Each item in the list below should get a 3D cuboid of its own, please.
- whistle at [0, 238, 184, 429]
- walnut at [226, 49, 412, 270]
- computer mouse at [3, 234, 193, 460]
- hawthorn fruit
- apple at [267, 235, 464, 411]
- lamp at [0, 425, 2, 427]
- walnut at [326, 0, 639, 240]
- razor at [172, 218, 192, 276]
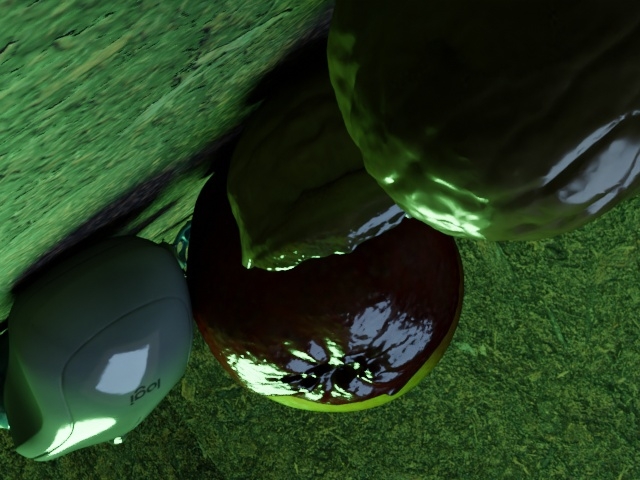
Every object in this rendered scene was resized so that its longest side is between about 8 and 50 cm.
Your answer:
[{"bbox_3d":[-0.250,0.094,1.288,0.269,0.093,0.180,-37,160,-1],"label":"whistle"},{"bbox_3d":[0.017,-0.076,0.991,0.204,0.141,0.238,-21,-170,36],"label":"walnut"},{"bbox_3d":[-0.194,0.117,1.161,0.184,0.121,0.297,-32,155,-33],"label":"computer mouse"},{"bbox_3d":[0.000,0.000,1.222,0.265,0.307,0.265,-1,151,0],"label":"hawthorn fruit"},{"bbox_3d":[0.021,0.059,1.614,0.339,0.339,0.339,-36,180,0],"label":"apple"},{"bbox_3d":[-0.507,0.286,1.799,0.193,0.106,0.106,-44,-179,-9],"label":"lamp"},{"bbox_3d":[0.114,-0.105,0.736,0.228,0.228,0.228,-36,180,0],"label":"walnut"},{"bbox_3d":[-0.096,-0.049,1.511,0.253,0.042,0.082,-38,159,3],"label":"razor"}]
